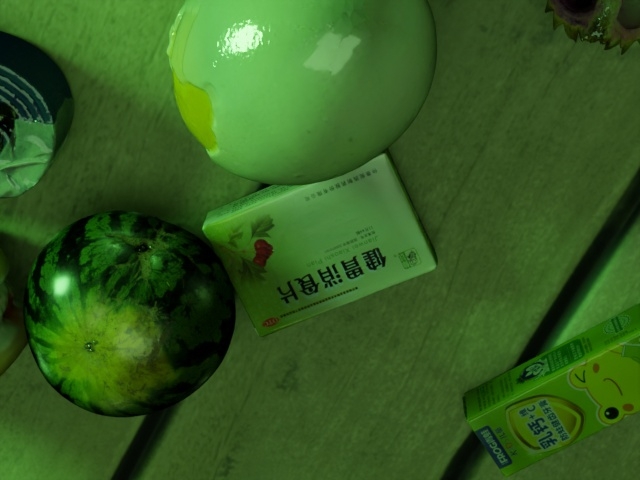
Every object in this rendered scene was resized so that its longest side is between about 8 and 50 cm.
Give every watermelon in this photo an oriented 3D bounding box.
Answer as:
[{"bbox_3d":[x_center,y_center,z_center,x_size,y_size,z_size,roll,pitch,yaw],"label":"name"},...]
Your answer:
[{"bbox_3d":[-0.240,0.094,1.574,0.269,0.269,0.269,1,113,2],"label":"watermelon"}]

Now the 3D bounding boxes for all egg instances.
[{"bbox_3d":[-0.014,-0.205,1.397,0.283,0.345,0.283,4,83,-32],"label":"egg"}]

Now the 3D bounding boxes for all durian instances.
[{"bbox_3d":[0.343,-0.353,1.429,0.187,0.154,0.260,7,109,-26],"label":"durian"}]

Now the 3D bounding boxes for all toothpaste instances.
[{"bbox_3d":[0.359,0.195,1.689,0.327,0.077,0.110,-29,110,14],"label":"toothpaste"}]

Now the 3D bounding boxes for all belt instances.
[{"bbox_3d":[-0.488,-0.160,1.540,0.347,0.117,0.212,6,115,-1],"label":"belt"}]

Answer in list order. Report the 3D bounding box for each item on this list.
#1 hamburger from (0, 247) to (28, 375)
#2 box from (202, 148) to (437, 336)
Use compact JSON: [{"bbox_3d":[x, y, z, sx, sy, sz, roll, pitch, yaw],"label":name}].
[{"bbox_3d":[-0.522,0.117,1.600,0.303,0.261,0.186,-2,119,24],"label":"hamburger"},{"bbox_3d":[0.000,-0.001,1.624,0.261,0.062,0.175,-22,111,10],"label":"box"}]
